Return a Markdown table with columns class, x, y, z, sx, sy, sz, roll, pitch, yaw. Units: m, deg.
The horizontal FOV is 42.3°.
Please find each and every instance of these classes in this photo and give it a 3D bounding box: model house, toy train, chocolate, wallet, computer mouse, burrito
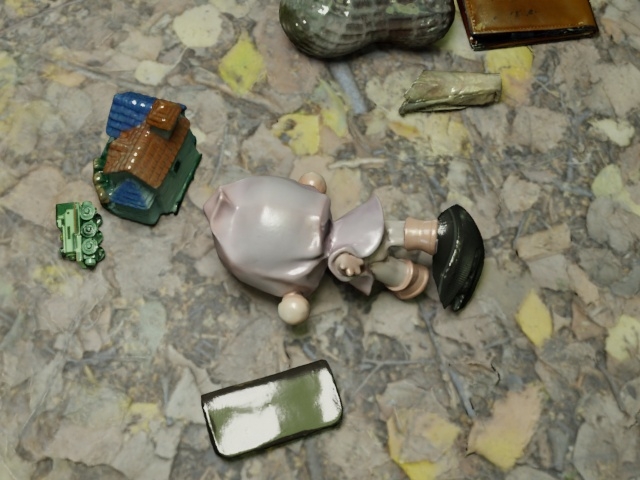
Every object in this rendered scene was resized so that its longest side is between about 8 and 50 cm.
| class | x | y | z | sx | sy | sz | roll | pitch | yaw |
| --- | --- | --- | --- | --- | --- | --- | --- | --- | --- |
| model house | -0.212 | -0.116 | 0.975 | 0.119 | 0.148 | 0.148 | 21 | 66 | 2 |
| toy train | -0.288 | -0.007 | 0.987 | 0.053 | 0.033 | 0.083 | -7 | 70 | -4 |
| chocolate | 0.067 | -0.301 | 1.105 | 0.248 | 0.110 | 0.110 | -6 | 70 | -9 |
| wallet | 0.286 | -0.356 | 1.186 | 0.195 | 0.042 | 0.161 | -8 | 75 | -12 |
| wallet | -0.054 | 0.193 | 0.945 | 0.157 | 0.018 | 0.082 | -16 | 71 | -12 |
| computer mouse | 0.171 | 0.020 | 1.005 | 0.079 | 0.047 | 0.135 | 23 | 69 | -45 |
| burrito | 0.174 | -0.202 | 1.110 | 0.149 | 0.041 | 0.055 | -7 | 84 | -9 |

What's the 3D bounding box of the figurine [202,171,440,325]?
| class | x | y | z | sx | sy | sz | roll | pitch | yaw |
| --- | --- | --- | --- | --- | --- | --- | --- | --- | --- |
| figurine | -0.001 | 0.000 | 0.964 | 0.276 | 0.133 | 0.200 | 9 | 65 | -4 |
